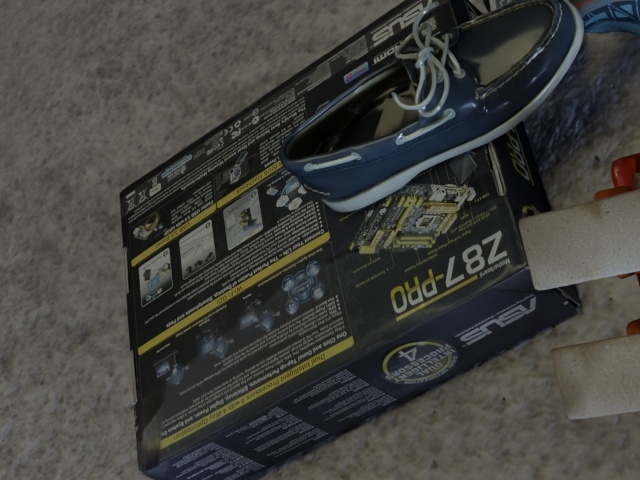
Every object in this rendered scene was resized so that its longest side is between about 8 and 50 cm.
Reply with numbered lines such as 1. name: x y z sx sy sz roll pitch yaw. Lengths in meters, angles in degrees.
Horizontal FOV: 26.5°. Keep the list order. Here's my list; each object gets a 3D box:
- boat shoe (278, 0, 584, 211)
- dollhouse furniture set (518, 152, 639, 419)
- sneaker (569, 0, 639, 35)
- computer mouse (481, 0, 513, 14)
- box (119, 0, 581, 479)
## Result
1. boat shoe: 0.081 -0.116 1.049 0.254 0.079 0.095 -29 50 24
2. dollhouse furniture set: 0.229 0.071 0.831 0.135 0.262 0.259 -15 89 39
3. sneaker: 0.286 -0.144 0.978 0.262 0.104 0.125 10 99 46
4. computer mouse: 0.168 -0.214 1.171 0.106 0.042 0.193 -11 57 3
5. box: 0.000 0.000 1.174 0.395 0.097 0.318 -31 47 24
